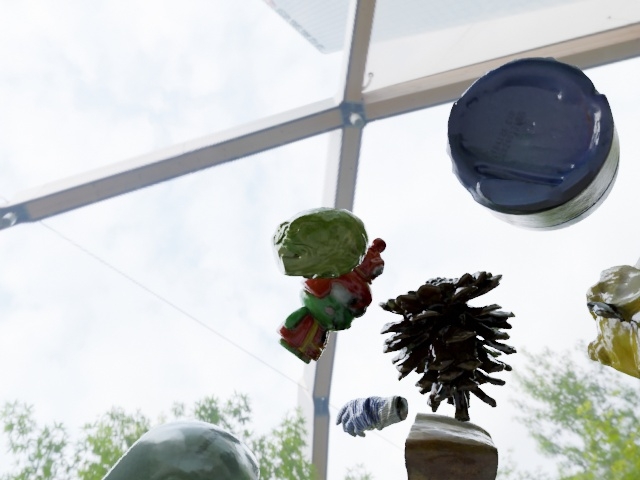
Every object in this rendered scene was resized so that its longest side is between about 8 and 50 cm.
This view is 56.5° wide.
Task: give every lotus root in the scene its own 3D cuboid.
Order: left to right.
[{"bbox_3d":[0.375,0.657,1.694,0.249,0.316,0.317,-2,-73,12],"label":"lotus root"}]

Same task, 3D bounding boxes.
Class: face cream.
[{"bbox_3d":[0.347,-0.147,0.963,0.225,0.248,0.249,14,-76,-63],"label":"face cream"}]

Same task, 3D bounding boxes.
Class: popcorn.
[{"bbox_3d":[0.629,0.136,1.037,0.281,0.315,0.297,52,-132,-28],"label":"popcorn"}]

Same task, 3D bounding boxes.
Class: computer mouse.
[{"bbox_3d":[-0.140,0.243,0.542,0.127,0.231,0.079,23,-66,10],"label":"computer mouse"}]

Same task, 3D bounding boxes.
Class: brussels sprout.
[{"bbox_3d":[0.000,0.000,1.328,0.223,0.223,0.161,-7,-71,-14],"label":"brussels sprout"}]

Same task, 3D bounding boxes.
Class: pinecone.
[{"bbox_3d":[0.339,0.265,1.501,0.383,0.384,0.385,-4,-75,-15],"label":"pinecone"}]

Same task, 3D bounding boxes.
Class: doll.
[{"bbox_3d":[0.037,0.133,1.470,0.363,0.160,0.182,-47,-47,-2],"label":"doll"}]

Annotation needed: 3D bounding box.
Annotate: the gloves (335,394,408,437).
[{"bbox_3d":[0.125,0.453,1.556,0.229,0.119,0.097,-32,-76,34],"label":"gloves"}]
